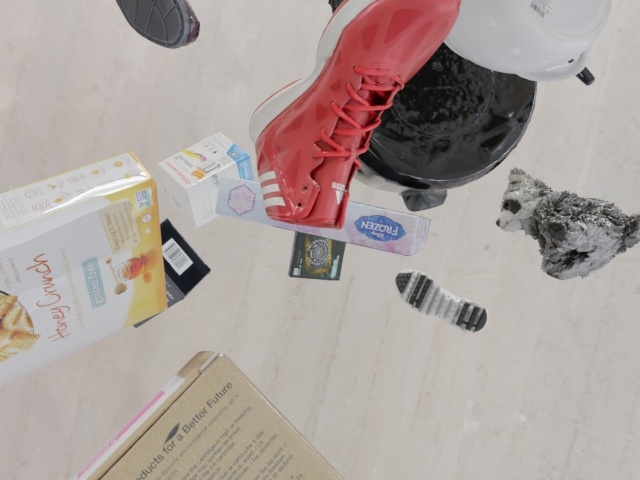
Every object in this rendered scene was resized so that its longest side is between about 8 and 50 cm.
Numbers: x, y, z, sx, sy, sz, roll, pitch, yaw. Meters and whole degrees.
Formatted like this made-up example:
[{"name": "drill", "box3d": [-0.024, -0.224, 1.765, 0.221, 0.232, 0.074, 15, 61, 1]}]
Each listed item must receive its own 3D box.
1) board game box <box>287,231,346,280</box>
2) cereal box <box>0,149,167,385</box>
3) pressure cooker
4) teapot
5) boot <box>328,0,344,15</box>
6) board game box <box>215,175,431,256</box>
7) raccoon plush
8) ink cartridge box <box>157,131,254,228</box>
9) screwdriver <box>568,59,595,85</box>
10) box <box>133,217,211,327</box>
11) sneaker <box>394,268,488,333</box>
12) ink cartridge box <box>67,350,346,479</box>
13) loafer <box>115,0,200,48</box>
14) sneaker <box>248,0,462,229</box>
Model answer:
[{"name": "board game box", "box3d": [0.000, 0.000, 1.496, 0.126, 0.026, 0.186, 7, 101, -21]}, {"name": "cereal box", "box3d": [-0.241, 0.041, 0.500, 0.240, 0.173, 0.047, -26, 58, -27]}, {"name": "pressure cooker", "box3d": [0.178, -0.267, 1.249, 0.375, 0.420, 0.370, 29, 91, -7]}, {"name": "teapot", "box3d": [0.224, -0.313, 0.802, 0.252, 0.187, 0.256, -21, 95, -31]}, {"name": "boot", "box3d": [0.052, -0.247, 0.588, 0.099, 0.121, 0.045, -14, 65, 4]}, {"name": "board game box", "box3d": [0.024, -0.042, 1.122, 0.318, 0.319, 0.066, 13, 94, 13]}, {"name": "raccoon plush", "box3d": [0.704, -0.075, 1.721, 0.446, 0.216, 0.299, -7, 47, -6]}, {"name": "ink cartridge box", "box3d": [-0.349, -0.187, 1.976, 0.233, 0.168, 0.171, -33, 53, -25]}, {"name": "screwdriver", "box3d": [0.428, -0.341, 1.142, 0.024, 0.025, 0.170, -30, 75, -14]}, {"name": "box", "box3d": [-0.367, 0.074, 1.387, 0.207, 0.108, 0.153, -29, 104, 37]}, {"name": "sneaker", "box3d": [0.347, 0.182, 1.868, 0.292, 0.118, 0.110, 30, 90, 18]}, {"name": "ink cartridge box", "box3d": [-0.103, 0.231, 0.485, 0.235, 0.088, 0.193, -44, 99, -21]}, {"name": "loafer", "box3d": [-0.282, -0.409, 1.016, 0.302, 0.095, 0.109, 42, 124, 19]}, {"name": "sneaker", "box3d": [0.028, -0.081, 0.466, 0.087, 0.221, 0.128, 9, 59, -32]}]
